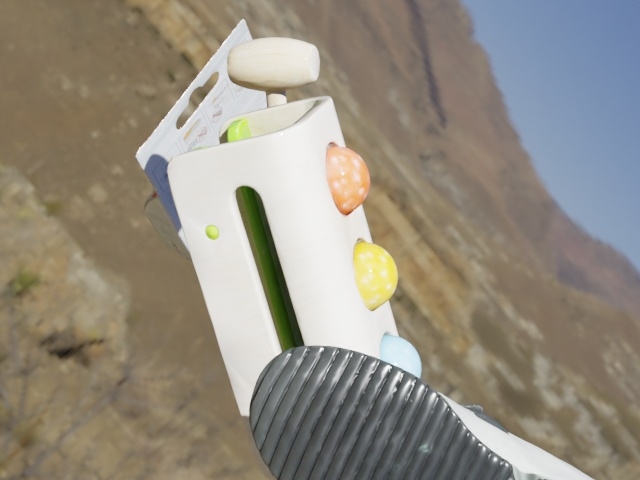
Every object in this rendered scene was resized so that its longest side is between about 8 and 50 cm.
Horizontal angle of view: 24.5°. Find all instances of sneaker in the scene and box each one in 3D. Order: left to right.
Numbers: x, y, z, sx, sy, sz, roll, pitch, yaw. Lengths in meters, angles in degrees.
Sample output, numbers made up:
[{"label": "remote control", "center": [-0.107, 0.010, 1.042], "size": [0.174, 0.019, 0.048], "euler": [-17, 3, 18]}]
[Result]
[{"label": "sneaker", "center": [0.098, 0.178, 1.018], "size": [0.330, 0.122, 0.146], "euler": [30, -2, -1]}]

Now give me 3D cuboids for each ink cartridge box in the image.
[{"label": "ink cartridge box", "center": [-0.122, -0.107, 1.544], "size": [0.066, 0.189, 0.232], "euler": [26, -20, 28]}]

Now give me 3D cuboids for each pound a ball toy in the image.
[{"label": "pound a ball toy", "center": [0.000, 0.000, 1.180], "size": [0.208, 0.135, 0.319], "euler": [-48, 125, -65]}]
